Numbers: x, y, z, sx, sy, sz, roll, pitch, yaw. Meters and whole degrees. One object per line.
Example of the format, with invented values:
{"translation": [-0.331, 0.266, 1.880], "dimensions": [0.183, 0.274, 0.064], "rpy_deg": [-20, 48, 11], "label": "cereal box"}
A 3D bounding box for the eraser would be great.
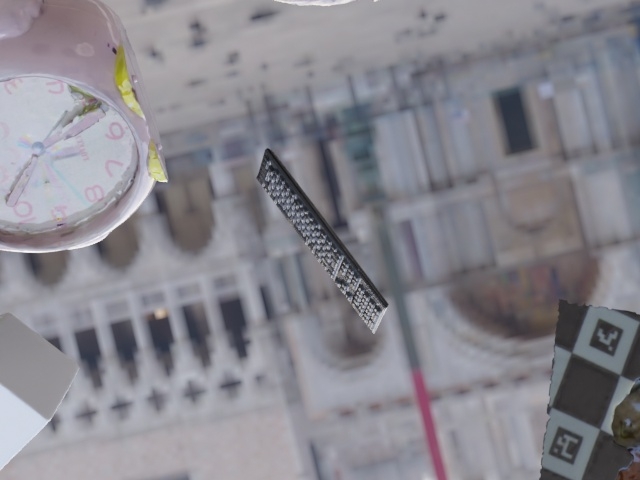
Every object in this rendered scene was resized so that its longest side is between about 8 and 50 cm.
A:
{"translation": [-0.315, 0.181, 1.613], "dimensions": [0.298, 0.078, 0.076], "rpy_deg": [-43, -167, 33], "label": "eraser"}

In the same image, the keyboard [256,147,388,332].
{"translation": [0.000, 0.000, 1.921], "dimensions": [0.010, 0.198, 0.063], "rpy_deg": [-30, 162, -25], "label": "keyboard"}

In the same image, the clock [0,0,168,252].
{"translation": [-0.398, -0.148, 2.510], "dimensions": [0.376, 0.368, 0.250], "rpy_deg": [-16, -144, 3], "label": "clock"}

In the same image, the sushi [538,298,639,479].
{"translation": [0.370, 0.251, 2.190], "dimensions": [0.320, 0.339, 0.069], "rpy_deg": [8, 176, -19], "label": "sushi"}

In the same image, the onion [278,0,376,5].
{"translation": [-0.035, -0.325, 1.665], "dimensions": [0.348, 0.267, 0.159], "rpy_deg": [-29, 164, -45], "label": "onion"}
